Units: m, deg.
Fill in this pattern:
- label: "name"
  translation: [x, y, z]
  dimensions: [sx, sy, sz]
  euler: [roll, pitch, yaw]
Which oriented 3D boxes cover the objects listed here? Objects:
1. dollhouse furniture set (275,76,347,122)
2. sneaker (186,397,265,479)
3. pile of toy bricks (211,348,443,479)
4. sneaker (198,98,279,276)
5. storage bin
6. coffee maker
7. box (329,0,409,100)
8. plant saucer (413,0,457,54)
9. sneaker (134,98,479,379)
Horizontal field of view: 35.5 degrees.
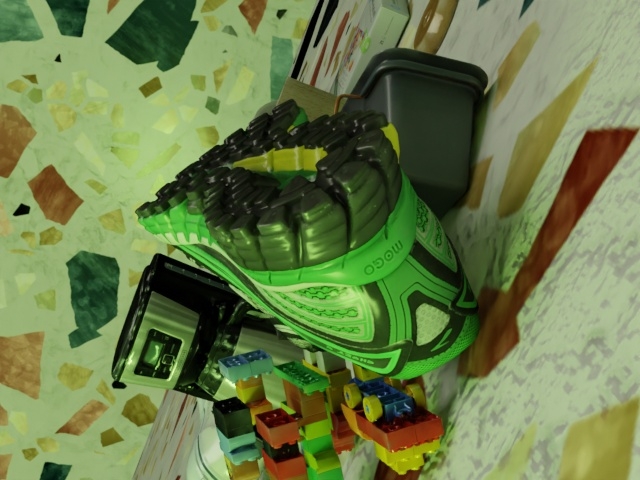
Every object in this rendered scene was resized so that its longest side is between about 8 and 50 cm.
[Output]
- label: "dollhouse furniture set"
  translation: [-0.002, -0.059, 0.895]
  dimensions: [0.151, 0.123, 0.144]
  euler: [-113, 44, -78]
- label: "sneaker"
  translation: [-0.071, 0.160, 1.010]
  dimensions: [0.091, 0.094, 0.258]
  euler: [-47, 21, 19]
- label: "pile of toy bricks"
  translation: [-0.003, 0.130, 0.605]
  dimensions: [0.212, 0.118, 0.105]
  euler: [-168, 66, -72]
- label: "sneaker"
  translation: [-0.054, -0.033, 1.049]
  dimensions: [0.292, 0.108, 0.169]
  euler: [-55, -12, -56]
- label: "storage bin"
  translation: [0.051, -0.056, 0.696]
  dimensions: [0.135, 0.098, 0.091]
  euler: [124, 153, -58]
- label: "coffee maker"
  translation: [-0.086, 0.094, 0.882]
  dimensions: [0.171, 0.178, 0.120]
  euler: [158, 132, -78]
- label: "box"
  translation: [0.051, -0.212, 1.210]
  dimensions: [0.145, 0.038, 0.186]
  euler: [-86, 20, -62]
- label: "plant saucer"
  translation: [0.105, -0.203, 0.928]
  dimensions: [0.083, 0.015, 0.083]
  euler: [-160, 90, -81]
- label: "sneaker"
  translation: [-0.019, 0.006, 0.633]
  dimensions: [0.134, 0.146, 0.343]
  euler: [-36, 18, -8]
